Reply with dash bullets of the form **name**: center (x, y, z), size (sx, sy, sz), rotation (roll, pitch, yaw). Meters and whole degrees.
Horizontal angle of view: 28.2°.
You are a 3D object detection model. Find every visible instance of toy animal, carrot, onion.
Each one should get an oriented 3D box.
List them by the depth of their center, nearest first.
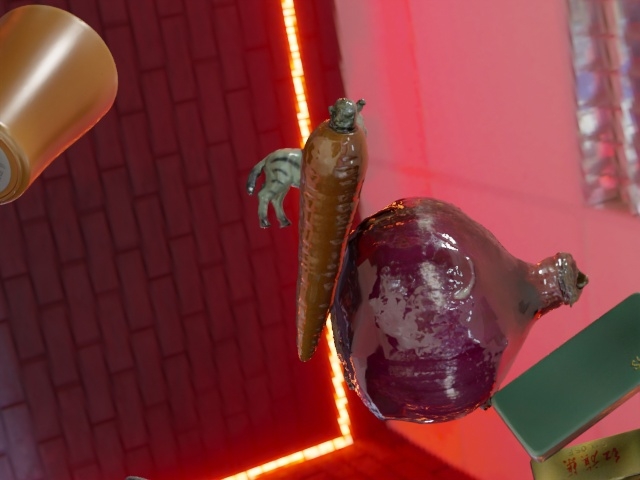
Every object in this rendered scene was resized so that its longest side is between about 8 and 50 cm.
- **carrot**: center (0.000, 0.000, 1.322), size (0.069, 0.069, 0.336), rotation (48, -41, 43)
- **onion**: center (0.202, 0.089, 1.853), size (0.348, 0.385, 0.347), rotation (166, -90, -90)
- **toy animal**: center (-0.011, -0.112, 1.887), size (0.073, 0.217, 0.176), rotation (174, -94, -68)

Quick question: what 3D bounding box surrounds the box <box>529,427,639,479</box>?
- **box**: center (0.382, 0.347, 1.688), size (0.240, 0.159, 0.071), rotation (58, 17, -47)

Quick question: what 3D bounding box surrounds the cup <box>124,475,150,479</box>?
- **cup**: center (-0.230, 0.480, 1.766), size (0.301, 0.227, 0.257), rotation (-9, -127, 61)

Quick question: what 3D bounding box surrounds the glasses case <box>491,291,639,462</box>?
- **glasses case**: center (0.260, 0.132, 1.236), size (0.077, 0.184, 0.039), rotation (53, -1, 23)

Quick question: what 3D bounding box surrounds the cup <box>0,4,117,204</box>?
- **cup**: center (-0.397, -0.164, 1.605), size (0.264, 0.226, 0.182), rotation (-69, 142, -52)
